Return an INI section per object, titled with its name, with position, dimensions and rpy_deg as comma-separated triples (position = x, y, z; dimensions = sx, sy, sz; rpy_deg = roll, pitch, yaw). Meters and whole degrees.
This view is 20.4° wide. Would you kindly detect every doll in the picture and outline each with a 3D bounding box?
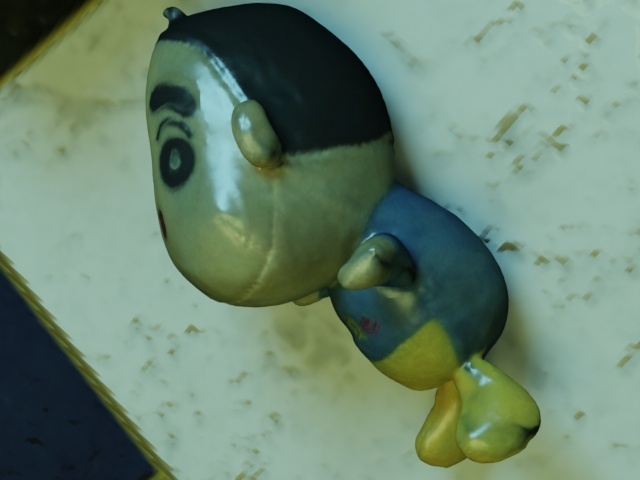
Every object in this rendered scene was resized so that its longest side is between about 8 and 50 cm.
[doll]
position = 0.000, 0.000, 0.571
dimensions = 0.089, 0.102, 0.179
rpy_deg = -33, 91, -16
